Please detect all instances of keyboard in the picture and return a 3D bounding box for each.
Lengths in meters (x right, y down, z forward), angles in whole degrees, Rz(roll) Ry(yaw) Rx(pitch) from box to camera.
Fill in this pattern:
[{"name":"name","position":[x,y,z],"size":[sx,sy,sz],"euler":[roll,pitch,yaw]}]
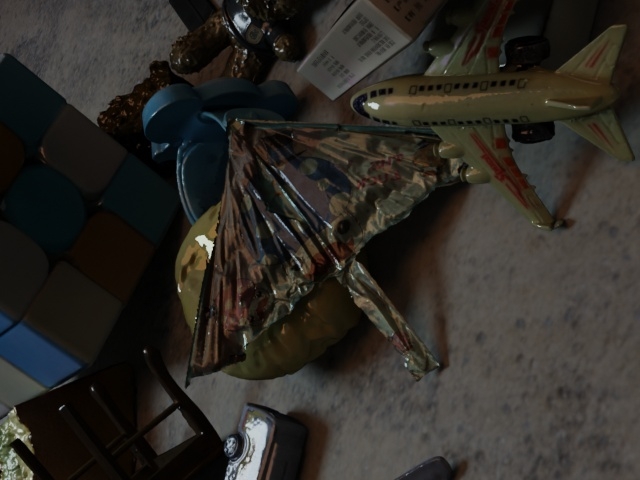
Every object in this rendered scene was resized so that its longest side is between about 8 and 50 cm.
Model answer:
[{"name":"keyboard","position":[-0.217,-0.397,1.769],"size":[0.067,0.011,0.202],"euler":[-58,34,18]}]

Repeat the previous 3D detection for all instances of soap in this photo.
[{"name":"soap","position":[0.209,-0.237,1.019],"size":[0.121,0.064,0.183],"euler":[3,75,56]}]

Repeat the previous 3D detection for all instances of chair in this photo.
[{"name":"chair","position":[-0.194,0.311,1.231],"size":[0.160,0.319,0.186],"euler":[-34,2,39]}]

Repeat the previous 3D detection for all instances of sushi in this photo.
[{"name":"sushi","position":[-0.270,-0.170,1.621],"size":[0.212,0.115,0.147],"euler":[-21,55,48]}]

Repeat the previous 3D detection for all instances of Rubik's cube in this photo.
[{"name":"Rubik's cube","position":[-0.470,0.010,1.518],"size":[0.347,0.344,0.346],"euler":[-30,26,45]}]

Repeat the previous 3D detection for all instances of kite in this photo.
[{"name":"kite","position":[0.000,0.000,1.081],"size":[0.406,0.014,0.368],"euler":[-40,65,4]}]

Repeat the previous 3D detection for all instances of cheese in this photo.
[{"name":"cheese","position":[-0.048,0.038,1.157],"size":[0.214,0.117,0.226],"euler":[-28,60,20]}]

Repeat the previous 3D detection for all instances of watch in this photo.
[{"name":"watch","position":[-0.114,-0.095,1.325],"size":[0.211,0.211,0.193],"euler":[-37,64,38]}]

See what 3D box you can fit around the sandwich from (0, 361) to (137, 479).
[{"name":"sandwich","position":[-0.355,0.260,1.435],"size":[0.108,0.186,0.220],"euler":[-36,44,36]}]

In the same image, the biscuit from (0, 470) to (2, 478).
[{"name":"biscuit","position":[-0.516,0.551,1.590],"size":[0.407,0.091,0.407],"euler":[-34,46,44]}]

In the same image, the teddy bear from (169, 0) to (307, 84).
[{"name":"teddy bear","position":[-0.102,-0.305,1.456],"size":[0.251,0.182,0.129],"euler":[-46,3,32]}]

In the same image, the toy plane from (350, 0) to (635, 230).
[{"name":"toy plane","position":[0.147,-0.127,0.930],"size":[0.256,0.104,0.241],"euler":[7,116,38]}]

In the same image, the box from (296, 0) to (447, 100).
[{"name":"box","position":[0.090,-0.257,1.025],"size":[0.214,0.069,0.353],"euler":[-51,6,-7]}]

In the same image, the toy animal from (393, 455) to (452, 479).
[{"name":"toy animal","position":[0.053,0.314,0.921],"size":[0.256,0.176,0.239],"euler":[-7,65,16]}]

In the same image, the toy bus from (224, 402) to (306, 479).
[{"name":"toy bus","position":[-0.073,0.276,1.132],"size":[0.075,0.064,0.190],"euler":[5,76,50]}]
